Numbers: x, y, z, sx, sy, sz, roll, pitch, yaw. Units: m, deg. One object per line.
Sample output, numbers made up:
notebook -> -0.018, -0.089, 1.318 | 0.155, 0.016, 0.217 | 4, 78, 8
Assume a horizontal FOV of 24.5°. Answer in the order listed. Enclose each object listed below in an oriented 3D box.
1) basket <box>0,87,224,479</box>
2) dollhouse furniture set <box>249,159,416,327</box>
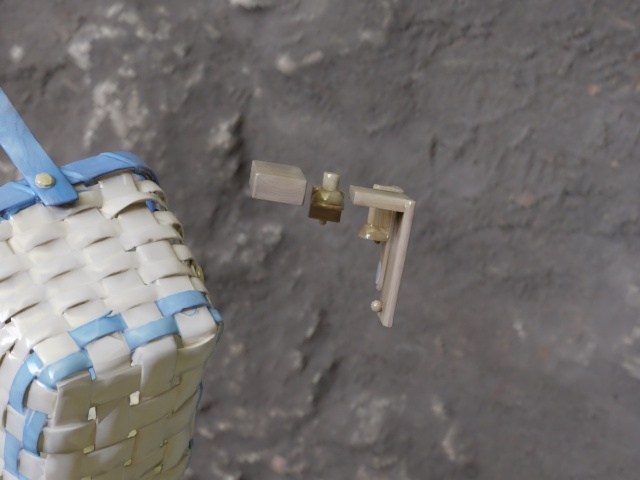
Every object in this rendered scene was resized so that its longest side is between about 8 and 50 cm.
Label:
basket -> -0.202, 0.043, 1.015 | 0.289, 0.201, 0.254 | 45, 141, 26
dollhouse furniture set -> 0.000, 0.000, 1.451 | 0.151, 0.123, 0.144 | 9, -171, -6
